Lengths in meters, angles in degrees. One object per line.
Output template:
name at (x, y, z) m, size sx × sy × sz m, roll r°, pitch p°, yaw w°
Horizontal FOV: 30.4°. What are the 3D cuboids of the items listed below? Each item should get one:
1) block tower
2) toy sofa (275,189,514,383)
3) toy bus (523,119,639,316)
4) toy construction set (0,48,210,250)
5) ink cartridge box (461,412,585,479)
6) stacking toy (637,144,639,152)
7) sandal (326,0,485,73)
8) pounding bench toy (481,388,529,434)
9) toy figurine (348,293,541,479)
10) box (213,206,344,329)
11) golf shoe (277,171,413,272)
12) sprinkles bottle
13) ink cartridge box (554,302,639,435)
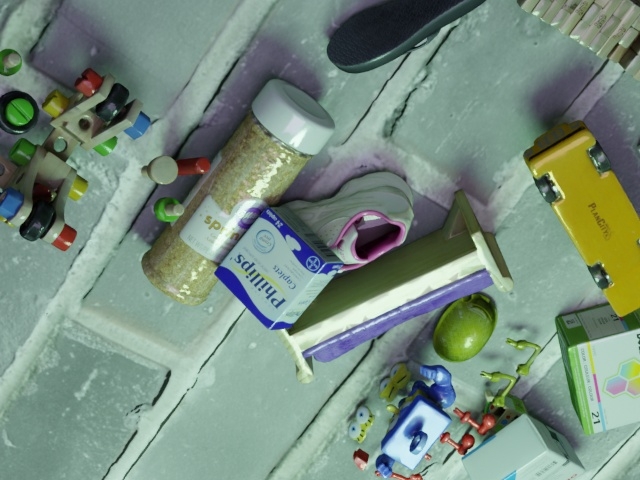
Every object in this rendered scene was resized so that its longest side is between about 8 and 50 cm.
block tower at (0.435, -0.300, 1.687) m, size 0.335 × 0.097 × 0.091 m, roll 27°, pitch 112°, yaw -19°
toy sofa at (0.114, 0.092, 1.831) m, size 0.362 × 0.150 × 0.177 m, roll -25°, pitch 116°, yaw 9°
toy bus at (0.424, -0.038, 1.799) m, size 0.108 × 0.130 × 0.333 m, roll -30°, pitch 116°, yaw 12°
toy construction set at (-0.346, -0.110, 1.695) m, size 0.308 × 0.237 × 0.258 m, roll 9°, pitch 87°, yaw -28°
ink cartridge box at (0.345, 0.380, 1.992) m, size 0.139 × 0.082 × 0.190 m, roll -38°, pitch 146°, yaw 14°
stacking toy at (0.569, -0.126, 1.719) m, size 0.167 × 0.221 × 0.052 m, roll -35°, pitch 116°, yaw 17°
sandal at (0.131, -0.302, 1.666) m, size 0.254 × 0.097 × 0.054 m, roll -26°, pitch 143°, yaw 9°
pounding bench toy at (0.300, 0.295, 2.005) m, size 0.083 × 0.052 × 0.065 m, roll 27°, pitch 113°, yaw -17°
toy figurine at (0.192, 0.281, 1.872) m, size 0.191 × 0.217 × 0.362 m, roll 38°, pitch 104°, yaw -2°
box at (-0.061, 0.041, 1.718) m, size 0.126 × 0.072 × 0.137 m, roll 44°, pitch 107°, yaw 16°
golf shoe at (0.000, 0.000, 1.781) m, size 0.306 × 0.140 × 0.115 m, roll -26°, pitch 118°, yaw 10°
sprinkles bottle at (-0.125, -0.068, 1.745) m, size 0.121 × 0.121 × 0.355 m, roll 31°, pitch 111°, yaw -19°
ink cartridge box at (0.535, 0.193, 1.947) m, size 0.255 × 0.097 × 0.189 m, roll -15°, pitch 117°, yaw 4°
